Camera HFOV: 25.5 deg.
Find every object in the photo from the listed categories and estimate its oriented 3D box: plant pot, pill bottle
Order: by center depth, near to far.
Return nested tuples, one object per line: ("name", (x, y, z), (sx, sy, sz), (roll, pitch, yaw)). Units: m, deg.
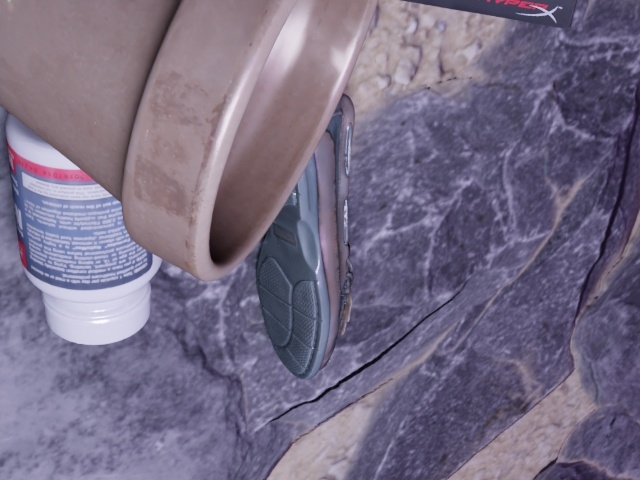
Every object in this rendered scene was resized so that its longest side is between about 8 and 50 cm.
("plant pot", (-0.111, -0.136, 0.869), (0.263, 0.229, 0.263), (25, 90, -82))
("pill bottle", (-0.168, -0.017, 1.031), (0.108, 0.108, 0.180), (-18, 130, -26))

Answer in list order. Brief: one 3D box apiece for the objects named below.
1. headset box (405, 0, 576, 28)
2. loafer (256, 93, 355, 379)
("headset box", (0.083, -0.290, 0.888), (0.218, 0.110, 0.293), (11, 143, 4))
("loafer", (0.000, 0.000, 1.188), (0.084, 0.096, 0.267), (-26, 132, -28))
